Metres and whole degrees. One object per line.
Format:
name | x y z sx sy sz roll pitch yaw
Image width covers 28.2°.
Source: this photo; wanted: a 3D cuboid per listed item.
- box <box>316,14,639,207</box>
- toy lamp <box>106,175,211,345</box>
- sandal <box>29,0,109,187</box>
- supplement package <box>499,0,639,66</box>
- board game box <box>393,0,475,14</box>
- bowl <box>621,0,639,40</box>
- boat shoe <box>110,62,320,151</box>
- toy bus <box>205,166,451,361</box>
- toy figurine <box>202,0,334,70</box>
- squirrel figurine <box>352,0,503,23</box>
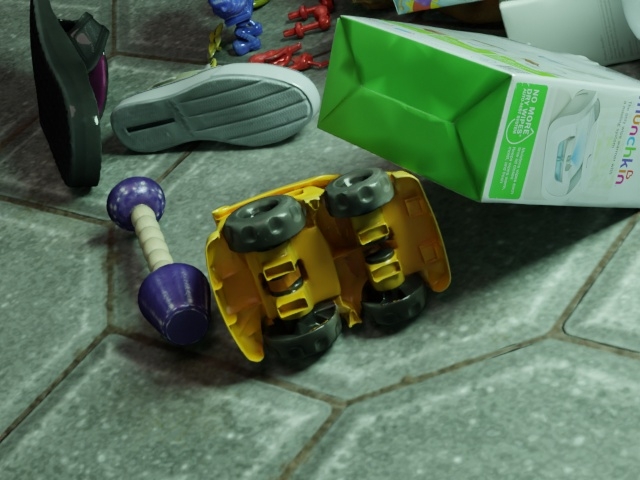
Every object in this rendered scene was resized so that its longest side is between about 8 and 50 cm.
box | 0.170 -0.132 1.261 0.231 0.127 0.262 1 19 -38
toy lamp | -0.176 0.020 1.382 0.080 0.080 0.275 -26 36 -6
sandal | -0.330 -0.217 1.744 0.107 0.167 0.446 -5 39 -19
supplement package | 0.306 -0.268 1.474 0.179 0.105 0.105 -9 37 18
board game box | 0.212 -0.370 1.445 0.275 0.142 0.144 -5 36 25
bowl | 0.419 -0.203 1.253 0.298 0.134 0.298 16 14 -4
boat shoe | -0.130 -0.181 1.599 0.302 0.109 0.094 -3 38 30
toy bus | 0.000 0.000 1.279 0.220 0.149 0.211 -19 19 1
toy figurine | -0.103 -0.385 1.755 0.191 0.217 0.362 -13 37 13
squirrel figurine | 0.128 -0.497 1.641 0.397 0.370 0.281 -2 40 27
